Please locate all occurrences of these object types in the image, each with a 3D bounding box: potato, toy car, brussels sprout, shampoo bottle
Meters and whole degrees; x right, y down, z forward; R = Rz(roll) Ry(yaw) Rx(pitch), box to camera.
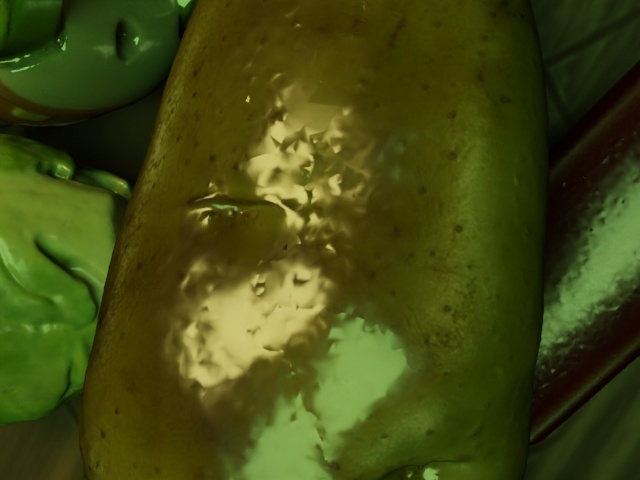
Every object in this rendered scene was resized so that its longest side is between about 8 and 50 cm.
[{"bbox_3d":[0.000,0.000,0.439,0.176,0.195,0.369,9,87,-16],"label":"potato"},{"bbox_3d":[-0.186,-0.148,0.533,0.235,0.145,0.235,11,110,35],"label":"toy car"},{"bbox_3d":[-0.177,0.018,0.537,0.181,0.144,0.161,-22,89,16],"label":"brussels sprout"},{"bbox_3d":[0.118,0.020,0.493,0.102,0.064,0.260,46,107,9],"label":"shampoo bottle"}]
